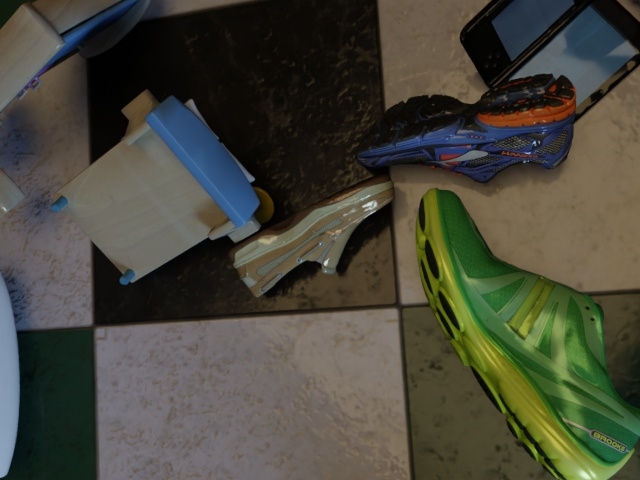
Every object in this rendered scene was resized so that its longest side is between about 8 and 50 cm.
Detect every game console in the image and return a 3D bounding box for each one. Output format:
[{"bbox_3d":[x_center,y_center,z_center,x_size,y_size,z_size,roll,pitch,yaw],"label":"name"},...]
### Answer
[{"bbox_3d":[0.226,-0.191,0.684,0.144,0.124,0.085,-43,49,7],"label":"game console"}]

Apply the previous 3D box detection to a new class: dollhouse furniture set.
[{"bbox_3d":[-0.224,-0.098,0.808,0.286,0.198,0.303,-30,109,32],"label":"dollhouse furniture set"}]

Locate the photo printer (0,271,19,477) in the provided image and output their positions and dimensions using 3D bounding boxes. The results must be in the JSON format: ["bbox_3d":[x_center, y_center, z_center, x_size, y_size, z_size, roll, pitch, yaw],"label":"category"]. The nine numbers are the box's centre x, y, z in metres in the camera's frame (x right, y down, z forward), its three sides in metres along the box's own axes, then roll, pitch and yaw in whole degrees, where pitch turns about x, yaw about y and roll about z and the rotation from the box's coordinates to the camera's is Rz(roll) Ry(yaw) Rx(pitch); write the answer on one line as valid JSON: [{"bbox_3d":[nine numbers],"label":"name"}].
[{"bbox_3d":[-0.415,0.133,0.708,0.107,0.307,0.256,-9,79,13],"label":"photo printer"}]

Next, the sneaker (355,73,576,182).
[{"bbox_3d":[0.135,-0.091,0.697,0.221,0.083,0.087,-4,127,30],"label":"sneaker"}]

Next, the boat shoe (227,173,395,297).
[{"bbox_3d":[0.000,0.000,0.741,0.190,0.068,0.072,-28,90,21],"label":"boat shoe"}]

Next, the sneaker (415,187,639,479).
[{"bbox_3d":[0.185,0.075,0.668,0.123,0.109,0.295,-30,77,-9],"label":"sneaker"}]
